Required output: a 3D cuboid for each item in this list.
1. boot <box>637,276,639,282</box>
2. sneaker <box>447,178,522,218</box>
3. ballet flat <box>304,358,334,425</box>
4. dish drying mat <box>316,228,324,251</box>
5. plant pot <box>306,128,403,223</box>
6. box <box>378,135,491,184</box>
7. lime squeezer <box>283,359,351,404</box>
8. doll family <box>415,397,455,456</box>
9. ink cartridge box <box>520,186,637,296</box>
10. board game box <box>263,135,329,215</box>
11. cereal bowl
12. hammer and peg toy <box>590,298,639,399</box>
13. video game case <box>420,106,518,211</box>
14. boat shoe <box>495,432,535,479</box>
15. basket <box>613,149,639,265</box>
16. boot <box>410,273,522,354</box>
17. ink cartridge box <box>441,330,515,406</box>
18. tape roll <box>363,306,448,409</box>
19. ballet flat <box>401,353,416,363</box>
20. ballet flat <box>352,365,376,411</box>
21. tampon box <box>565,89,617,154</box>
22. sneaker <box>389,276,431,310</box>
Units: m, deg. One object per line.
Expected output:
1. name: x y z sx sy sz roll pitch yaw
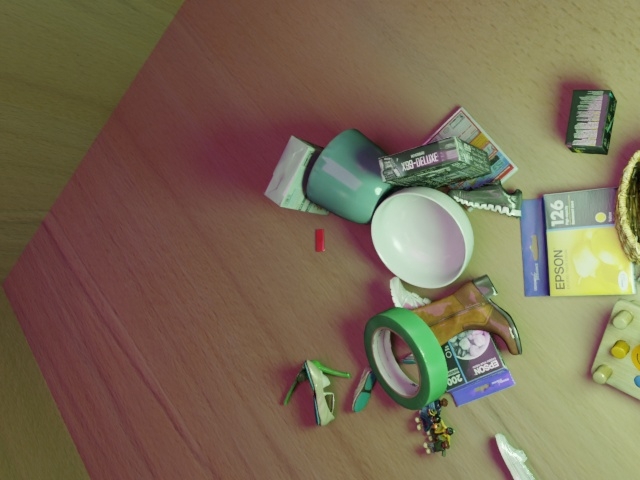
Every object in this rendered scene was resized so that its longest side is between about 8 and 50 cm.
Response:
1. boot: 0.937 0.159 1.604 0.208 0.076 0.189 37 93 24
2. sneaker: 0.514 -0.144 1.882 0.234 0.078 0.106 16 99 16
3. ballet flat: 0.002 0.532 2.156 0.086 0.086 0.248 -6 99 33
4. dish drying mat: 0.000 0.000 2.270 0.032 0.008 0.083 -6 81 32
5. plant pot: 0.136 -0.191 2.043 0.235 0.293 0.293 36 105 23
6. box: 0.354 -0.224 1.849 0.242 0.307 0.076 -14 81 32
7. lime squeezer: -0.037 0.503 2.233 0.310 0.059 0.110 -30 100 26
8. doll family: 0.370 0.583 1.933 0.111 0.076 0.193 -35 71 47
9. ink cartridge box: 0.731 0.010 1.757 0.307 0.072 0.303 -6 83 31
10. board game box: -0.035 -0.219 2.135 0.097 0.303 0.224 36 104 31
11. cereal bowl: 0.338 -0.024 1.936 0.339 0.141 0.339 22 130 29
12. hammer and peg toy: 0.890 0.332 1.534 0.361 0.127 0.266 28 126 35
13. video game case: 0.473 -0.265 1.975 0.204 0.025 0.285 -44 64 22
14. boat shoe: 0.583 0.653 1.799 0.063 0.066 0.184 -30 67 13
15. basket: 0.874 -0.095 1.537 0.213 0.223 0.299 1 80 14
16. boot: 0.439 0.275 1.845 0.280 0.096 0.264 -30 80 14
17. ink cartridge box: 0.470 0.392 1.905 0.206 0.045 0.208 -31 70 26
18. tape roll: 0.263 0.372 1.927 0.321 0.077 0.321 39 139 44
19. ballet flat: 0.322 0.390 2.011 0.114 0.041 0.041 -4 84 33
20. ballet flat: 0.150 0.513 2.109 0.052 0.057 0.168 36 103 59
21. tampon box: 0.768 -0.335 1.730 0.101 0.120 0.161 10 91 33
22. sneaker: 0.315 0.219 1.985 0.111 0.103 0.252 -33 87 8
